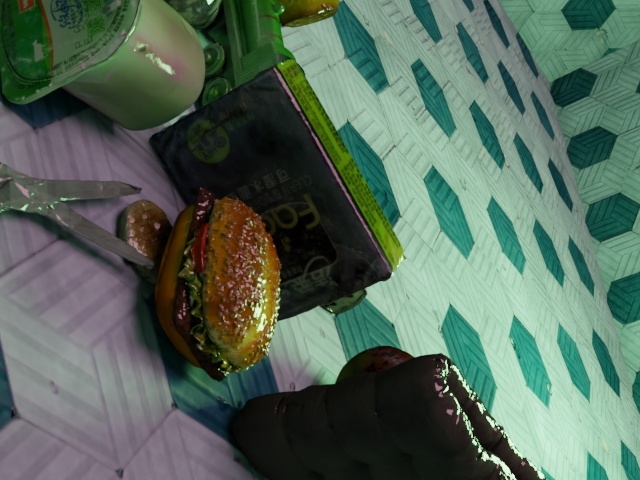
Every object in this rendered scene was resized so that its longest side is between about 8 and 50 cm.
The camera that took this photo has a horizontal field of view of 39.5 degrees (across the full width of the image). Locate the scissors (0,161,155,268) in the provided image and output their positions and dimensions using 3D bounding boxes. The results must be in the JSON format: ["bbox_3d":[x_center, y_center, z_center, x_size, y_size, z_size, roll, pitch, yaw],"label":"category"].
[{"bbox_3d":[-0.224,-0.036,0.697,0.248,0.017,0.144,19,52,-53],"label":"scissors"}]

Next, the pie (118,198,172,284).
[{"bbox_3d":[-0.153,0.002,0.818,0.084,0.020,0.084,45,32,-39],"label":"pie"}]

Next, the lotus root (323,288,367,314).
[{"bbox_3d":[0.002,-0.002,1.070,0.143,0.070,0.144,32,41,-51],"label":"lotus root"}]

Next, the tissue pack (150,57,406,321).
[{"bbox_3d":[-0.043,-0.044,0.897,0.235,0.173,0.073,61,32,-13],"label":"tissue pack"}]

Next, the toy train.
[{"bbox_3d":[-0.088,-0.242,1.051,0.085,0.119,0.251,28,45,-52],"label":"toy train"}]

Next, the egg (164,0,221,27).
[{"bbox_3d":[-0.158,-0.314,0.947,0.141,0.141,0.181,-11,86,-65],"label":"egg"}]

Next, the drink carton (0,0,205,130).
[{"bbox_3d":[-0.182,-0.177,0.789,0.142,0.144,0.146,33,40,-59],"label":"drink carton"}]

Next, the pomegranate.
[{"bbox_3d":[0.056,0.171,0.969,0.159,0.129,0.129,36,37,-34],"label":"pomegranate"}]

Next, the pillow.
[{"bbox_3d":[0.096,0.235,0.857,0.326,0.228,0.101,52,34,-30],"label":"pillow"}]

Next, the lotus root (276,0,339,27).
[{"bbox_3d":[-0.067,-0.416,1.200,0.290,0.193,0.193,60,24,6],"label":"lotus root"}]

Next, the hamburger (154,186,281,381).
[{"bbox_3d":[-0.083,0.039,0.816,0.137,0.087,0.165,66,23,-49],"label":"hamburger"}]
